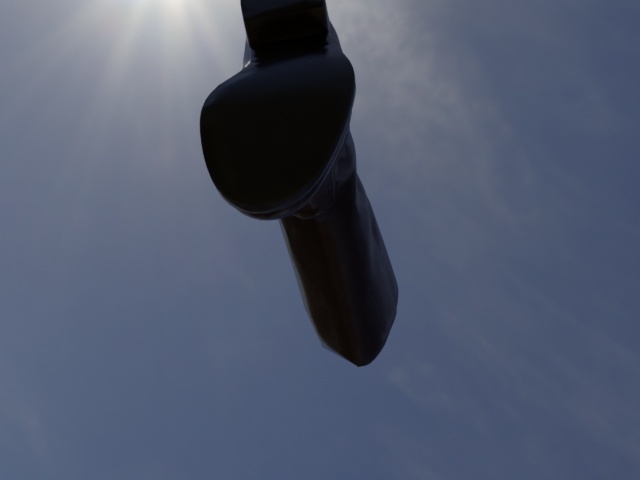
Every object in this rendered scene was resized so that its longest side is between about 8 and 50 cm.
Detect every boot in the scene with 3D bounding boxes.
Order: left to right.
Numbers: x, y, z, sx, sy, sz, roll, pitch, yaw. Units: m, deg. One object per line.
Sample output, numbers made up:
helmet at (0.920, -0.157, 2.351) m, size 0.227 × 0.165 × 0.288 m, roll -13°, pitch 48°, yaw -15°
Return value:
boot at (0.000, 0.000, 0.406) m, size 0.037 × 0.106 × 0.114 m, roll -5°, pitch -54°, yaw 9°
